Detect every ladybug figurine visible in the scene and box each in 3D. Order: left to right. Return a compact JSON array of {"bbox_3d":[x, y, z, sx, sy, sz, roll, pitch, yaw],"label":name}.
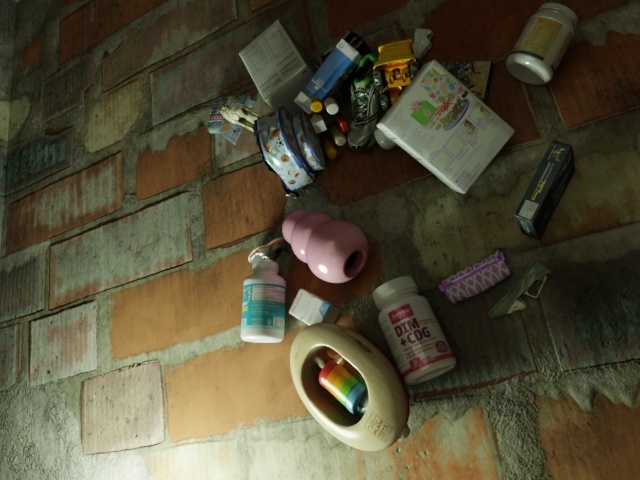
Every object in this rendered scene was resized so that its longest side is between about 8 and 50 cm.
[{"bbox_3d":[0.097,0.419,1.587,0.449,0.162,0.305,38,113,36],"label":"ladybug figurine"}]

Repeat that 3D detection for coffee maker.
[{"bbox_3d":[0.101,-0.646,1.960,0.178,0.120,0.171,-42,87,13],"label":"coffee maker"}]

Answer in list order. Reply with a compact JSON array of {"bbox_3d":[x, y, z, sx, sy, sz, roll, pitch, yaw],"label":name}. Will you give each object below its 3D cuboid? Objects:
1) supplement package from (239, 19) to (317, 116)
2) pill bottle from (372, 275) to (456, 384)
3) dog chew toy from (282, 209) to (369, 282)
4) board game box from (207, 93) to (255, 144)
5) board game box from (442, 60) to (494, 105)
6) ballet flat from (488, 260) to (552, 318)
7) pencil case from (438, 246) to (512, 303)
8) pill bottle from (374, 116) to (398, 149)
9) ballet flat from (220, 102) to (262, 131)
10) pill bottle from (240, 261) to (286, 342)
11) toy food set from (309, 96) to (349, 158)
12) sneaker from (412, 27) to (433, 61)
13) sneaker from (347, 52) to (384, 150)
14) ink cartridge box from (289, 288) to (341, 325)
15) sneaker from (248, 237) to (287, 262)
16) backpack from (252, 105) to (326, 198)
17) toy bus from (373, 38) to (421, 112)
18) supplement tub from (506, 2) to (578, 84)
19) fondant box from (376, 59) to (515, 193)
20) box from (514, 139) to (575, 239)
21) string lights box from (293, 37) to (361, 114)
[{"bbox_3d":[-0.134,-0.625,2.012,0.198,0.199,0.262,-35,62,15],"label":"supplement package"},{"bbox_3d":[0.264,0.258,1.569,0.160,0.160,0.283,-31,63,17],"label":"pill bottle"},{"bbox_3d":[0.000,0.000,1.771,0.332,0.206,0.206,33,92,39],"label":"dog chew toy"},{"bbox_3d":[-0.377,-0.487,2.182,0.194,0.060,0.194,6,78,29],"label":"board game box"},{"bbox_3d":[0.454,-0.461,1.748,0.165,0.042,0.243,9,80,29],"label":"board game box"},{"bbox_3d":[0.559,0.151,1.500,0.068,0.072,0.213,43,96,26],"label":"ballet flat"},{"bbox_3d":[0.451,0.106,1.559,0.206,0.088,0.086,-34,61,16],"label":"pencil case"},{"bbox_3d":[0.279,-0.387,1.753,0.215,0.117,0.117,-34,60,40],"label":"pill bottle"},{"bbox_3d":[-0.283,-0.477,2.077,0.241,0.077,0.091,25,88,10],"label":"ballet flat"},{"bbox_3d":[-0.191,0.209,1.832,0.146,0.146,0.264,-7,72,26],"label":"pill bottle"},{"bbox_3d":[0.027,-0.409,1.854,0.111,0.232,0.104,-23,41,5],"label":"toy food set"},{"bbox_3d":[0.346,-0.663,1.858,0.061,0.054,0.152,10,80,27],"label":"sneaker"},{"bbox_3d":[0.144,-0.474,1.854,0.134,0.146,0.343,4,80,29],"label":"sneaker"},{"bbox_3d":[-0.024,0.227,1.771,0.143,0.090,0.092,28,89,32],"label":"ink cartridge box"},{"bbox_3d":[-0.188,0.050,1.928,0.158,0.061,0.065,-31,70,18],"label":"sneaker"},{"bbox_3d":[-0.110,-0.328,1.877,0.213,0.263,0.276,-28,64,18],"label":"backpack"},{"bbox_3d":[0.264,-0.558,1.801,0.149,0.220,0.211,-8,50,17],"label":"toy bus"},{"bbox_3d":[0.664,-0.586,1.616,0.144,0.144,0.199,29,89,31],"label":"supplement tub"},{"bbox_3d":[0.373,-0.335,1.616,0.330,0.096,0.238,37,95,-12],"label":"fondant box"},{"bbox_3d":[0.620,-0.133,1.484,0.059,0.183,0.232,27,88,30],"label":"box"},{"bbox_3d":[0.028,-0.554,1.855,0.077,0.133,0.259,41,106,3],"label":"string lights box"}]
